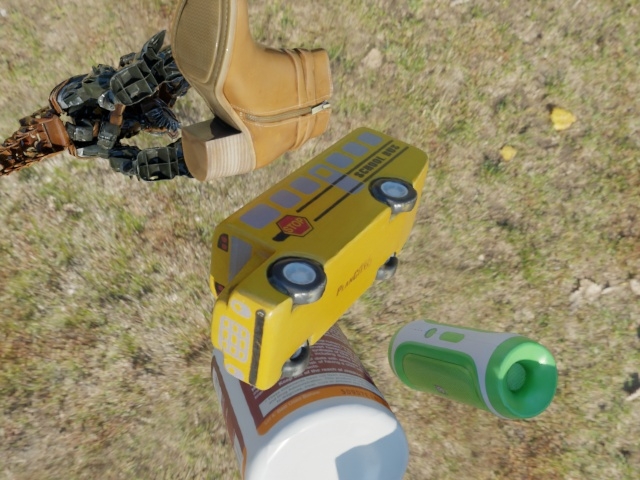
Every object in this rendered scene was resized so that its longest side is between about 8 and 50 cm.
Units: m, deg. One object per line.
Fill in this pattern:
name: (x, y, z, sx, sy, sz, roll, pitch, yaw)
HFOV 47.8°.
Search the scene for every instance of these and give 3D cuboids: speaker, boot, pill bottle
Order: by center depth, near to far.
boot: (-0.049, -0.154, 0.635, 0.152, 0.197, 0.073, -26, 53, -35)
pill bottle: (-0.041, 0.227, 1.098, 0.224, 0.392, 0.224, -8, 117, -16)
speaker: (0.227, 0.196, 1.139, 0.131, 0.296, 0.131, 0, 89, -26)

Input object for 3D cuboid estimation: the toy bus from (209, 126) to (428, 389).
toy bus: (0.000, 0.000, 0.735, 0.130, 0.108, 0.333, 27, 40, 20)

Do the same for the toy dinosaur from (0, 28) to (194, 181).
toy dinosaur: (-0.250, -0.141, 0.863, 0.218, 0.164, 0.322, 10, 56, 37)
